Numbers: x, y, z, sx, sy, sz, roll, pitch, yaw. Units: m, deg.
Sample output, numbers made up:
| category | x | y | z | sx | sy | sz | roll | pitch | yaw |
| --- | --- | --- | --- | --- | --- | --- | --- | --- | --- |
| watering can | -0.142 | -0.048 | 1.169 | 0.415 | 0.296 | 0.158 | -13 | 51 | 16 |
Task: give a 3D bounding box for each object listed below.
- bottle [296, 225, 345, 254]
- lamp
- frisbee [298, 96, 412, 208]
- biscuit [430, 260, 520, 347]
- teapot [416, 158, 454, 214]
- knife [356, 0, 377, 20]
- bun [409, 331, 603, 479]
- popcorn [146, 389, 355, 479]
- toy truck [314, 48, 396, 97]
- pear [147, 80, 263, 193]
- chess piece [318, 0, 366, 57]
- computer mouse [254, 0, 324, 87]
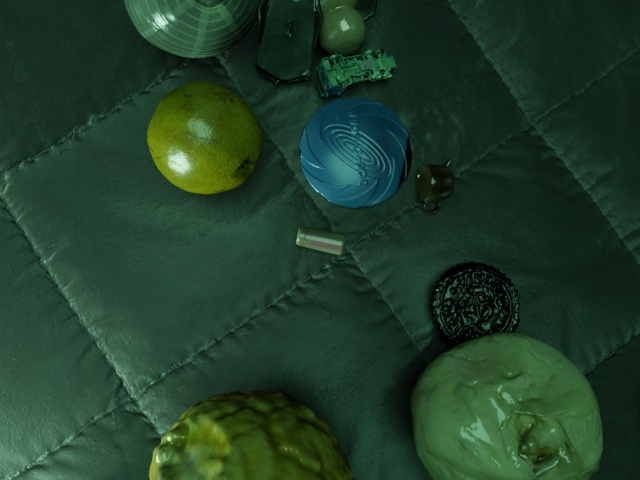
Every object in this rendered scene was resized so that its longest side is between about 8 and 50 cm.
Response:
| category | x | y | z | sx | sy | sz | roll | pitch | yaw |
| --- | --- | --- | --- | --- | --- | --- | --- | --- | --- |
| bottle | 0.000 | 0.000 | 0.967 | 0.096 | 0.045 | 0.045 | 11 | 84 | -1 |
| lamp | -0.229 | -0.466 | 0.896 | 0.265 | 0.233 | 0.233 | -9 | 85 | -26 |
| frisbee | 0.076 | -0.187 | 0.991 | 0.242 | 0.045 | 0.242 | 0 | 86 | -4 |
| biscuit | 0.316 | 0.136 | 0.972 | 0.195 | 0.053 | 0.194 | 0 | 85 | -5 |
| teapot | 0.243 | -0.110 | 0.983 | 0.068 | 0.076 | 0.121 | 1 | 112 | -13 |
| knife | 0.108 | -0.584 | 1.043 | 0.060 | 0.028 | 0.230 | 9 | 87 | 9 |
| bun | 0.334 | 0.348 | 0.860 | 0.361 | 0.213 | 0.361 | -1 | 97 | -6 |
| popcorn | -0.093 | 0.429 | 0.772 | 0.390 | 0.344 | 0.354 | 24 | 67 | -14 |
| toy truck | 0.073 | -0.351 | 1.000 | 0.175 | 0.081 | 0.067 | -20 | 87 | -24 |
| pear | -0.208 | -0.186 | 0.894 | 0.209 | 0.209 | 0.208 | 0 | 85 | -4 |
| chess piece | 0.016 | -0.506 | 0.973 | 0.143 | 0.143 | 0.260 | -17 | 91 | -6 |
| computer mouse | -0.065 | -0.418 | 0.948 | 0.126 | 0.231 | 0.071 | 4 | 42 | -10 |
